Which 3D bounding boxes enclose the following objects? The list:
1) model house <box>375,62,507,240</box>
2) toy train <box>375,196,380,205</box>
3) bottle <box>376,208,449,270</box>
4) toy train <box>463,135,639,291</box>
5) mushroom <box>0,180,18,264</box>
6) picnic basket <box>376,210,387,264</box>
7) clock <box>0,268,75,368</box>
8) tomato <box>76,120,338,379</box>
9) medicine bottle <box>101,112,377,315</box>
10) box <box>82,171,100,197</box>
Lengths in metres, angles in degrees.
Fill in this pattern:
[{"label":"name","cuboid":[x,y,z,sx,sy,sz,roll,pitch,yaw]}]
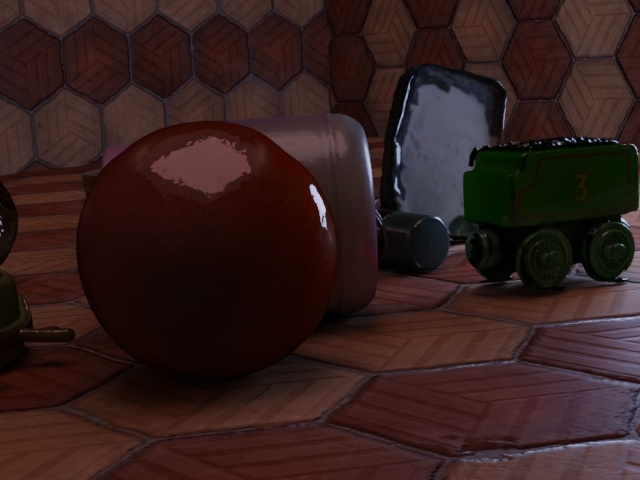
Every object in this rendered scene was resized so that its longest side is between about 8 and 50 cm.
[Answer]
[{"label":"model house","cuboid":[0.168,-0.125,2.002,0.190,0.271,0.301,10,-10,-12]},{"label":"toy train","cuboid":[0.063,-0.055,2.204,0.071,0.038,0.148,3,12,40]},{"label":"bottle","cuboid":[0.070,-0.008,1.755,0.082,0.082,0.286,-10,11,-36]},{"label":"toy train","cuboid":[0.294,-0.036,1.511,0.243,0.188,0.132,-8,8,-27]},{"label":"mushroom","cuboid":[-0.578,-0.047,1.695,0.297,0.163,0.278,16,31,-33]},{"label":"picnic basket","cuboid":[0.000,0.000,1.588,0.178,0.128,0.138,-2,27,17]},{"label":"clock","cuboid":[-0.422,0.090,1.275,0.308,0.096,0.235,2,10,27]},{"label":"tomato","cuboid":[-0.109,0.012,1.154,0.256,0.256,0.224,-3,36,1]},{"label":"medicine bottle","cuboid":[-0.093,-0.023,1.397,0.302,0.241,0.241,-4,9,-3]},{"label":"box","cuboid":[-0.341,-0.091,2.396,0.168,0.097,0.265,-11,12,-41]}]
